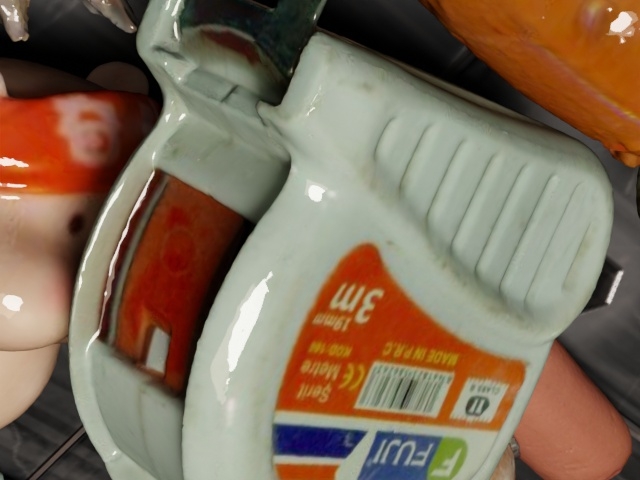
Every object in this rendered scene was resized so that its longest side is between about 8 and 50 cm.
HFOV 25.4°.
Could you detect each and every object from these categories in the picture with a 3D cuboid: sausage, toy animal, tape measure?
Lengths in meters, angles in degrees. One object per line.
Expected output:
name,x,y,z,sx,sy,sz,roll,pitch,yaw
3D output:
sausage,0.106,-0.144,0.592,0.268,0.141,0.153,37,112,-26
sausage,0.117,0.084,0.796,0.062,0.062,0.154,-34,122,15
toy animal,-0.150,0.001,0.648,0.171,0.171,0.197,28,116,-24
tape measure,0.003,0.018,0.611,0.243,0.125,0.246,15,103,-50

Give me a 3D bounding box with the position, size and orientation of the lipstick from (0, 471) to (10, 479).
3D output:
lipstick,-0.176,0.157,0.826,0.037,0.037,0.116,-41,124,19

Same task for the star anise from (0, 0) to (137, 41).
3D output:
star anise,-0.136,-0.155,0.571,0.182,0.065,0.195,35,81,-5

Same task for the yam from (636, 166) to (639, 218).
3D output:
yam,0.302,-0.020,0.704,0.254,0.154,0.154,21,119,-16

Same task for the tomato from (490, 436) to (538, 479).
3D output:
tomato,0.017,0.198,0.780,0.181,0.155,0.214,10,136,5
